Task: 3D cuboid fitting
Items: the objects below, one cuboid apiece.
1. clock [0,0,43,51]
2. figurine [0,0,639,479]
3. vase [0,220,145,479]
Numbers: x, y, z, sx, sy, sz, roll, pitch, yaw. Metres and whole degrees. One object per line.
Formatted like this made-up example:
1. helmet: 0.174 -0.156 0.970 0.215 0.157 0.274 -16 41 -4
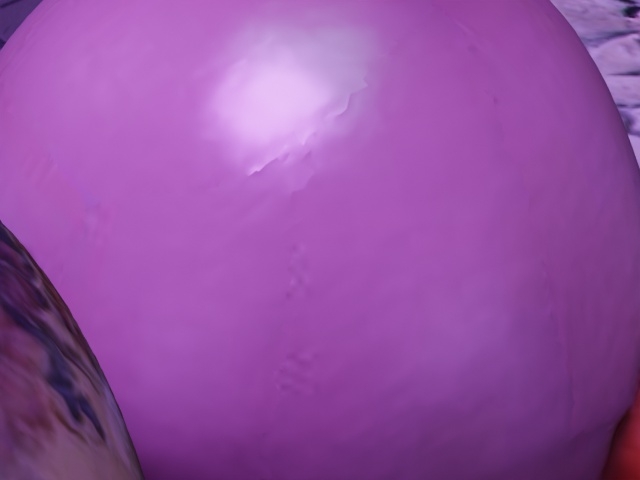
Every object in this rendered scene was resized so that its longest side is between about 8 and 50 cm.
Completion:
1. clock: -0.084 -0.166 0.813 0.215 0.215 0.042 -18 45 -29
2. figurine: 0.007 -0.006 0.575 0.261 0.211 0.269 -13 36 -23
3. vase: -0.140 0.102 0.342 0.302 0.241 0.329 33 12 28
